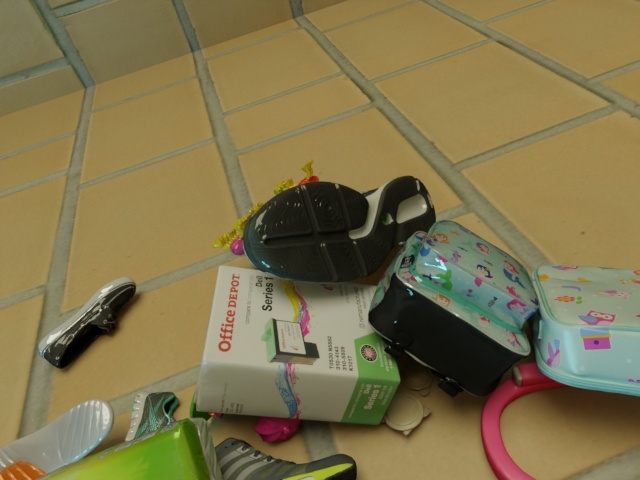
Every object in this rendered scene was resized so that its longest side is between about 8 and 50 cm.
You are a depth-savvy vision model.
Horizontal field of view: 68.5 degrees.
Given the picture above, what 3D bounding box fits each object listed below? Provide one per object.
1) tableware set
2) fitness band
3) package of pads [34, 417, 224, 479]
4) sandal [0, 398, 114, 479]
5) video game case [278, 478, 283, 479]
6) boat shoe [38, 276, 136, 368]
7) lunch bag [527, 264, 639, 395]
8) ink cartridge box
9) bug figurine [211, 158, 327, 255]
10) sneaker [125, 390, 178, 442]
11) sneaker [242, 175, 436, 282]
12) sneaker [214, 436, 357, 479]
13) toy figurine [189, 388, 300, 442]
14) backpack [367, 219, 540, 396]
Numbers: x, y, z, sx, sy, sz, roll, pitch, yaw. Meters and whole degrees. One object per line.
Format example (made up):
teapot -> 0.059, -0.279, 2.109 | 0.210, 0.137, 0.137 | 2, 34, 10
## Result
tableware set -> 0.109, 0.238, 0.776 | 0.168, 0.020, 0.141 | 12, 45, 32
fitness band -> 0.373, 0.264, 0.646 | 0.290, 0.054, 0.209 | -10, 43, 9
package of pads -> -0.210, 0.392, 0.554 | 0.229, 0.101, 0.297 | -22, 76, 1
sandal -> -0.440, 0.358, 0.778 | 0.265, 0.076, 0.102 | -31, 67, 0
video game case -> -0.099, 0.428, 0.467 | 0.248, 0.035, 0.275 | -24, 77, -2
boat shoe -> -0.471, 0.173, 0.986 | 0.076, 0.080, 0.228 | 35, 58, 21
lunch bag -> 0.413, 0.117, 0.677 | 0.224, 0.108, 0.279 | 0, 12, 19
ink cartridge box -> -0.039, 0.159, 0.733 | 0.278, 0.117, 0.201 | 8, 36, -10
bug figurine -> -0.109, -0.050, 1.004 | 0.279, 0.072, 0.216 | -38, 6, 24
sneaker -> -0.276, 0.321, 0.781 | 0.076, 0.065, 0.167 | -11, 44, 0
sneaker -> 0.001, 0.001, 0.880 | 0.447, 0.169, 0.257 | -14, -5, -45
sneaker -> -0.097, 0.339, 0.675 | 0.299, 0.111, 0.121 | -12, 39, 2
toy figurine -> -0.098, 0.260, 0.777 | 0.159, 0.130, 0.173 | 20, 28, 16
backpack -> 0.208, 0.084, 0.738 | 0.225, 0.191, 0.253 | 31, 19, 7
